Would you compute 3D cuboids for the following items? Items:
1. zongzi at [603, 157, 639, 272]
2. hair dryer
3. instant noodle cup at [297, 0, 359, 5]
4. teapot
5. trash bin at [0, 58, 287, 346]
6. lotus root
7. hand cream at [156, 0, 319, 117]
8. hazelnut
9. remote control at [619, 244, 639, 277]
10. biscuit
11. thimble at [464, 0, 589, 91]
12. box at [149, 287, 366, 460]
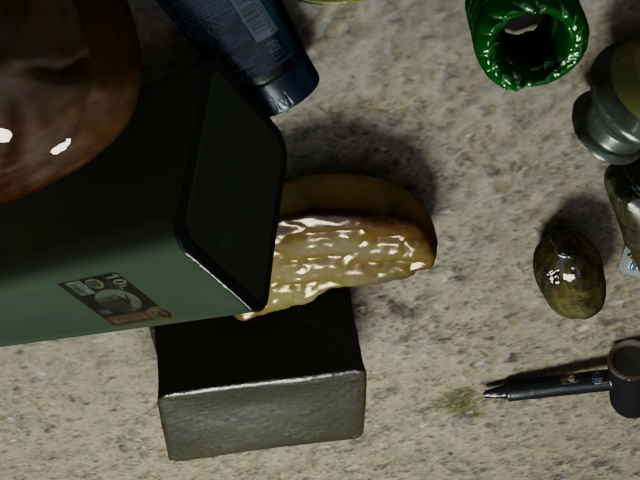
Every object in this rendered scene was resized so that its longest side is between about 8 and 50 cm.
[{"bbox_3d":[0.475,-0.053,1.474,0.242,0.112,0.221,-27,137,10],"label":"zongzi"},{"bbox_3d":[0.372,0.221,1.834,0.256,0.070,0.128,-8,142,12],"label":"hair dryer"},{"bbox_3d":[0.002,-0.343,0.892,0.326,0.325,0.254,-17,148,10],"label":"instant noodle cup"},{"bbox_3d":[0.353,-0.155,1.328,0.166,0.130,0.119,-25,167,-30],"label":"teapot"},{"bbox_3d":[-0.223,-0.018,1.260,0.344,0.222,0.158,-15,142,28],"label":"trash bin"},{"bbox_3d":[0.322,0.043,1.581,0.089,0.080,0.179,2,149,22],"label":"lotus root"},{"bbox_3d":[-0.097,-0.232,1.197,0.120,0.061,0.270,-23,134,15],"label":"hand cream"},{"bbox_3d":[-0.320,-0.176,1.015,0.372,0.372,0.315,22,94,-32],"label":"hazelnut"},{"bbox_3d":[0.509,0.021,1.618,0.229,0.044,0.073,6,128,-5],"label":"remote control"},{"bbox_3d":[0.000,-0.001,1.464,0.274,0.091,0.213,-10,144,5],"label":"biscuit"},{"bbox_3d":[0.206,-0.219,1.233,0.118,0.090,0.130,-4,141,-7],"label":"thimble"},{"bbox_3d":[-0.083,0.176,1.627,0.273,0.143,0.184,-7,141,-4],"label":"box"}]
